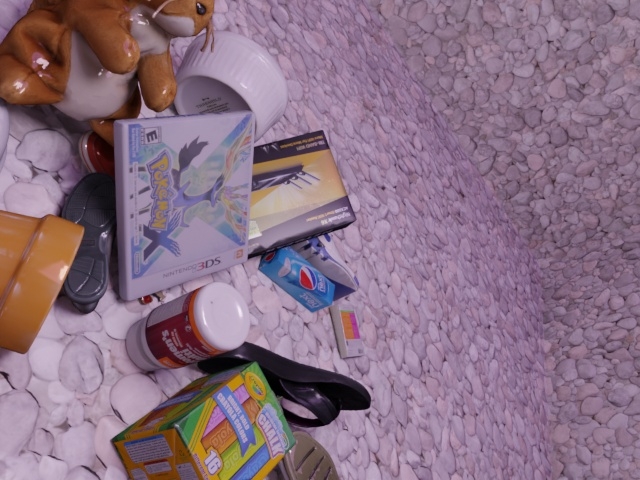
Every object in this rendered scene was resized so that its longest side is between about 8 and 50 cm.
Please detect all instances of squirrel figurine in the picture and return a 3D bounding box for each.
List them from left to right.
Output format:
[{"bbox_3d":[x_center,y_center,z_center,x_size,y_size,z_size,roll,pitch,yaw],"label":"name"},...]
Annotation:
[{"bbox_3d":[-0.358,-0.411,1.037,0.281,0.370,0.397,31,23,-49],"label":"squirrel figurine"}]

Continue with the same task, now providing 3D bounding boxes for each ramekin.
[{"bbox_3d":[-0.219,-0.335,1.345,0.273,0.272,0.127,45,51,-29],"label":"ramekin"}]

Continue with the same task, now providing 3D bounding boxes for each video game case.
[{"bbox_3d":[-0.249,-0.075,1.102,0.300,0.036,0.329,-19,122,-47],"label":"video game case"}]

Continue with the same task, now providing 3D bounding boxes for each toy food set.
[{"bbox_3d":[-0.353,0.073,1.113,0.078,0.019,0.122,-35,107,-56],"label":"toy food set"}]

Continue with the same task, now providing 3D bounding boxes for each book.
[{"bbox_3d":[0.076,0.249,1.585,0.096,0.035,0.144,12,61,-55],"label":"book"}]

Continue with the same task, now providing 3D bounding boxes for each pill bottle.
[{"bbox_3d":[-0.240,0.160,1.027,0.121,0.221,0.121,32,45,-40],"label":"pill bottle"}]

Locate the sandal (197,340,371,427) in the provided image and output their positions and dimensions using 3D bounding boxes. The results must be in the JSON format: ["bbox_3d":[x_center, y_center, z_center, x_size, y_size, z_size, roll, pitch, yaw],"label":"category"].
[{"bbox_3d":[-0.071,0.327,1.223,0.445,0.167,0.107,28,51,-35],"label":"sandal"}]

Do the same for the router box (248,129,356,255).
[{"bbox_3d":[-0.099,-0.109,1.377,0.308,0.081,0.243,-19,84,-20],"label":"router box"}]

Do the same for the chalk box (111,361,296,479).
[{"bbox_3d":[-0.181,0.343,1.038,0.289,0.180,0.179,-31,96,-58],"label":"chalk box"}]

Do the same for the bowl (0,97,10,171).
[{"bbox_3d":[-0.590,-0.205,0.852,0.298,0.134,0.298,32,47,-41],"label":"bowl"}]

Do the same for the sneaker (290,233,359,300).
[{"bbox_3d":[-0.001,-0.001,1.547,0.315,0.127,0.182,47,40,-23],"label":"sneaker"}]

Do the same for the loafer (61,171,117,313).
[{"bbox_3d":[-0.415,0.003,1.034,0.096,0.084,0.268,6,57,-17],"label":"loafer"}]

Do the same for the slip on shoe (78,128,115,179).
[{"bbox_3d":[-0.337,-0.111,1.174,0.331,0.101,0.123,44,41,-28],"label":"slip on shoe"}]

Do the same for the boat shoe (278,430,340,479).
[{"bbox_3d":[-0.012,0.530,1.222,0.302,0.103,0.113,57,47,-14],"label":"boat shoe"}]

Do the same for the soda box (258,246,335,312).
[{"bbox_3d":[-0.057,0.094,1.460,0.210,0.071,0.067,42,40,-32],"label":"soda box"}]

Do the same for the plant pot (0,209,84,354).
[{"bbox_3d":[-0.474,0.035,0.825,0.188,0.205,0.205,27,48,-24],"label":"plant pot"}]
